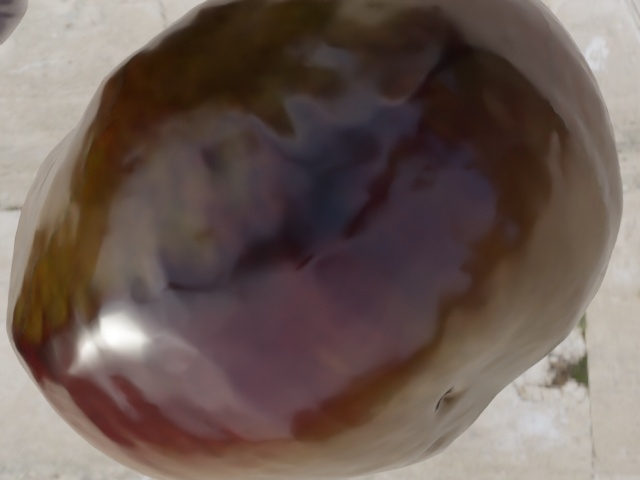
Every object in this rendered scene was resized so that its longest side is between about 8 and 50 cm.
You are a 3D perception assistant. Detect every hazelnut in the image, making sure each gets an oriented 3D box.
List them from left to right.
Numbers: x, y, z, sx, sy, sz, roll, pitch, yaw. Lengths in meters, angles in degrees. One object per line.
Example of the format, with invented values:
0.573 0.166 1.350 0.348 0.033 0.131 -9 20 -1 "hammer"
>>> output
0.000 0.000 0.506 0.251 0.217 0.217 -37 99 19 "hazelnut"

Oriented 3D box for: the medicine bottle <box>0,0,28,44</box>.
-0.128 -0.161 0.443 0.133 0.133 0.249 37 104 -3 "medicine bottle"
